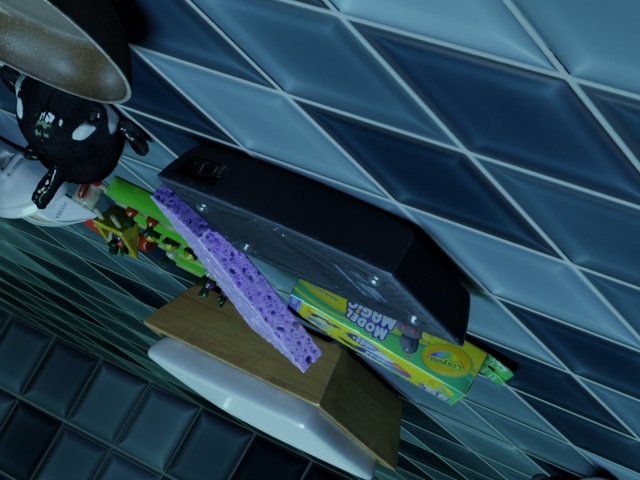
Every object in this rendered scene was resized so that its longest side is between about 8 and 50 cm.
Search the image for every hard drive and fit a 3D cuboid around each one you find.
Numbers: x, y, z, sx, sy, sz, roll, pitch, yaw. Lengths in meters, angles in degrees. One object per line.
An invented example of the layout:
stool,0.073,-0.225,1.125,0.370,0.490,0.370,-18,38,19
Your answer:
hard drive,0.000,0.000,1.615,0.254,0.054,0.172,23,167,34

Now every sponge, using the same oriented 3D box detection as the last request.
sponge,-0.083,0.035,1.896,0.117,0.031,0.210,38,168,52

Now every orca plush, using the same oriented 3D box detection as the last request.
orca plush,-0.253,-0.082,1.775,0.151,0.102,0.287,32,169,-13

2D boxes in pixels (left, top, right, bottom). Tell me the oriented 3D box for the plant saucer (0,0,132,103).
plant saucer,-0.260,-0.201,1.384,0.310,0.050,0.310,28,170,6

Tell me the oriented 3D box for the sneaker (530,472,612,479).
sneaker,0.282,0.319,2.213,0.147,0.104,0.296,18,170,28

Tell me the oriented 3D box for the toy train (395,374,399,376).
toy train,0.065,0.108,2.036,0.036,0.027,0.158,7,157,38

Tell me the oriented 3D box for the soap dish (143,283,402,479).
soap dish,-0.051,0.171,2.385,0.291,0.118,0.229,23,167,35

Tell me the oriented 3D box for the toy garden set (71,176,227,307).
toy garden set,-0.192,-0.004,2.128,0.204,0.049,0.244,25,169,23

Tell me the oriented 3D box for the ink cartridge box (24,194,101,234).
ink cartridge box,-0.322,-0.025,2.400,0.179,0.045,0.145,35,169,-13

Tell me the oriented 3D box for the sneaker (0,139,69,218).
sneaker,-0.379,-0.092,2.187,0.212,0.080,0.094,17,142,35

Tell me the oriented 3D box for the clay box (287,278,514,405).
clay box,0.075,0.096,1.867,0.222,0.053,0.127,31,171,3
